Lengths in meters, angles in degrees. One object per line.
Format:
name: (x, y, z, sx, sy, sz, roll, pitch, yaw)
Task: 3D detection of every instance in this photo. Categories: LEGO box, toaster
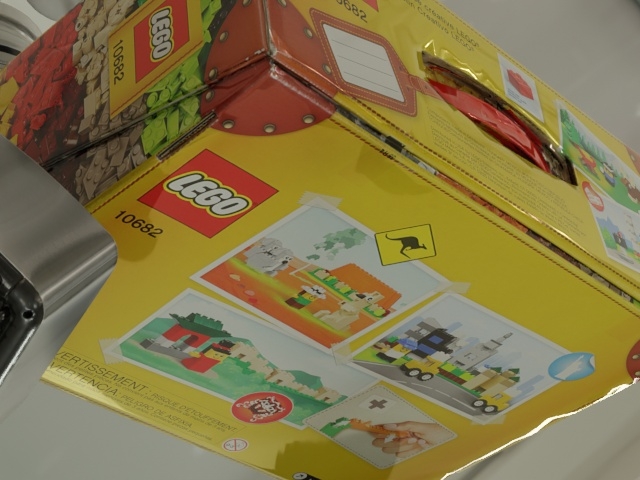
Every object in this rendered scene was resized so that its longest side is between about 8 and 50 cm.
LEGO box: (0.000, 0.000, 1.179, 0.372, 0.500, 0.193, -33, -134, 30)
toaster: (-0.232, 0.018, 0.889, 0.185, 0.168, 0.110, -53, 175, 30)

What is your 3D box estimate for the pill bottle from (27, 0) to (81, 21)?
pill bottle: (-0.242, -0.349, 1.500, 0.210, 0.363, 0.210, -33, 165, -10)

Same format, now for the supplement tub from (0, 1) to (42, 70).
supplement tub: (-0.369, -0.103, 1.591, 0.191, 0.191, 0.272, -35, -134, 29)
